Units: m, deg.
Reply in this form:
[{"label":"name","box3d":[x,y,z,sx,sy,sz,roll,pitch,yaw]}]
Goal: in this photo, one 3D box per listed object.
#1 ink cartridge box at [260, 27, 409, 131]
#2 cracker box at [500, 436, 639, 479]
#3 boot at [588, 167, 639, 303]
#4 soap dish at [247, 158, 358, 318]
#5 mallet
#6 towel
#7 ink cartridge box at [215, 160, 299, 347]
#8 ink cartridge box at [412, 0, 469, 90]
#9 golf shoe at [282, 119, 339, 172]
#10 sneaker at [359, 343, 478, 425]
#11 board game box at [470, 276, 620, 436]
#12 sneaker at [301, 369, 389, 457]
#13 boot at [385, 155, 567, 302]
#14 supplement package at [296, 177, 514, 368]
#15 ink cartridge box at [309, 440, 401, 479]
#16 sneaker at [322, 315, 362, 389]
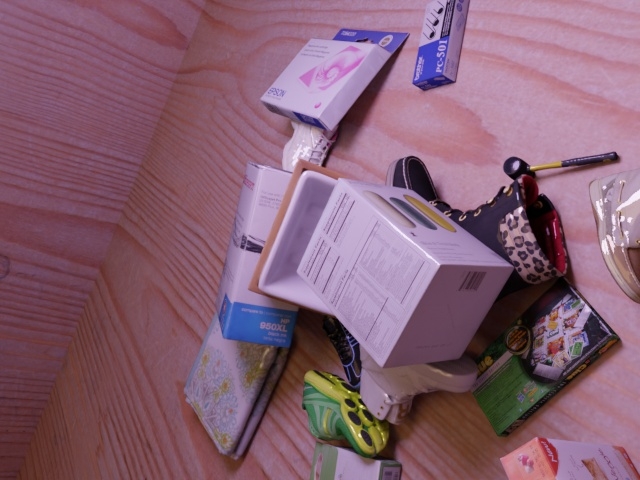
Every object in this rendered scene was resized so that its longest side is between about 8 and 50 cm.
[{"label":"ink cartridge box","box3d":[0.025,-0.459,1.594,0.330,0.071,0.324,-53,37,-5]},{"label":"cracker box","box3d":[0.352,0.345,0.767,0.067,0.232,0.156,-47,43,31]},{"label":"boot","box3d":[0.497,-0.028,0.871,0.165,0.077,0.213,-29,51,41]},{"label":"soap dish","box3d":[0.000,0.000,1.261,0.118,0.229,0.291,-136,66,-72]},{"label":"mallet","box3d":[0.423,-0.130,1.053,0.189,0.062,0.039,-2,74,37]},{"label":"towel","box3d":[-0.238,0.365,1.666,0.320,0.090,0.374,33,102,50]},{"label":"ink cartridge box","box3d":[-0.130,0.021,1.450,0.285,0.166,0.395,-141,64,-73]},{"label":"ink cartridge box","box3d":[0.275,-0.456,1.369,0.097,0.046,0.207,-2,74,54]},{"label":"golf shoe","box3d":[-0.021,-0.262,1.626,0.140,0.115,0.306,-8,70,48]},{"label":"sneaker","box3d":[0.179,0.277,1.137,0.292,0.108,0.169,11,102,57]},{"label":"board game box","box3d":[0.356,0.196,1.001,0.260,0.030,0.136,-52,42,25]},{"label":"sneaker","box3d":[0.048,0.383,1.276,0.295,0.109,0.123,28,105,61]},{"label":"boot","box3d":[0.275,-0.039,1.113,0.284,0.138,0.377,-33,55,42]},{"label":"supplement package","box3d":[0.134,0.049,1.015,0.263,0.199,0.198,45,120,41]},{"label":"ink cartridge box","box3d":[0.067,0.488,1.227,0.209,0.062,0.109,-7,70,52]},{"label":"sneaker","box3d":[0.051,0.221,1.337,0.081,0.090,0.232,-43,45,34]}]
